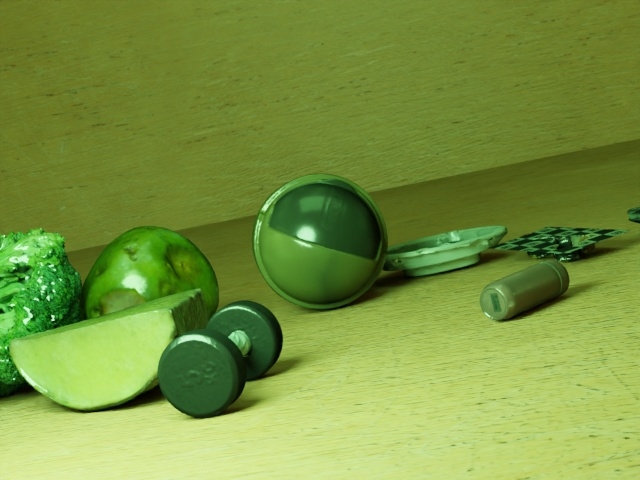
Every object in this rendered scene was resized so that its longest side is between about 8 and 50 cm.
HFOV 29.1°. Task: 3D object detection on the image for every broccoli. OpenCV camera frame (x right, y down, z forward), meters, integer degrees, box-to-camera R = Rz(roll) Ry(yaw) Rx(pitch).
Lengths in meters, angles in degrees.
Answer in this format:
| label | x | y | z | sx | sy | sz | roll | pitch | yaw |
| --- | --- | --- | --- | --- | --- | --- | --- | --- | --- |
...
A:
| label | x | y | z | sx | sy | sz | roll | pitch | yaw |
| --- | --- | --- | --- | --- | --- | --- | --- | --- | --- |
| broccoli | -0.462 | 0.098 | 1.771 | 0.245 | 0.265 | 0.294 | 13 | 36 | -24 |

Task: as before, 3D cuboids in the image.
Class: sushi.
| label | x | y | z | sx | sy | sz | roll | pitch | yaw |
| --- | --- | --- | --- | --- | --- | --- | --- | --- | --- |
| sushi | 0.377 | 0.012 | 1.963 | 0.139 | 0.031 | 0.201 | -18 | 11 | -27 |

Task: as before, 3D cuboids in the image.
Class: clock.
| label | x | y | z | sx | sy | sz | roll | pitch | yaw |
| --- | --- | --- | --- | --- | --- | --- | --- | --- | --- |
| clock | 0.203 | 0.022 | 2.089 | 0.237 | 0.053 | 0.236 | -11 | 4 | 1 |

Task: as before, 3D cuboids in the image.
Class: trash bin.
| label | x | y | z | sx | sy | sz | roll | pitch | yaw |
| --- | --- | --- | --- | --- | --- | --- | --- | --- | --- |
| trash bin | 0.000 | 0.000 | 1.983 | 0.214 | 0.214 | 0.334 | -12 | 2 | 1 |

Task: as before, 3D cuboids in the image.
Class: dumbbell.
| label | x | y | z | sx | sy | sz | roll | pitch | yaw |
| --- | --- | --- | --- | --- | --- | --- | --- | --- | --- |
| dumbbell | -0.115 | 0.138 | 1.471 | 0.100 | 0.100 | 0.191 | -10 | 6 | 17 |

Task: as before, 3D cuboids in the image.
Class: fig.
| label | x | y | z | sx | sy | sz | roll | pitch | yaw |
| --- | --- | --- | --- | --- | --- | --- | --- | --- | --- |
| fig | -0.297 | 0.103 | 1.895 | 0.275 | 0.206 | 0.206 | -35 | -8 | 34 |

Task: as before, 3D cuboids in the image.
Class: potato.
| label | x | y | z | sx | sy | sz | roll | pitch | yaw |
| --- | --- | --- | --- | --- | --- | --- | --- | --- | --- |
| potato | -0.223 | 0.136 | 1.637 | 0.269 | 0.112 | 0.255 | -10 | 4 | 30 |

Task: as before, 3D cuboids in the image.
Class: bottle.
| label | x | y | z | sx | sy | sz | roll | pitch | yaw |
| --- | --- | --- | --- | --- | --- | --- | --- | --- | --- |
| bottle | 0.268 | 0.064 | 1.612 | 0.140 | 0.053 | 0.053 | -19 | 9 | -42 |

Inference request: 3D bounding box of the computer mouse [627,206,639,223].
| label | x | y | z | sx | sy | sz | roll | pitch | yaw |
| --- | --- | --- | --- | --- | --- | --- | --- | --- | --- |
| computer mouse | 0.591 | -0.049 | 1.971 | 0.192 | 0.062 | 0.106 | -16 | 6 | 21 |
